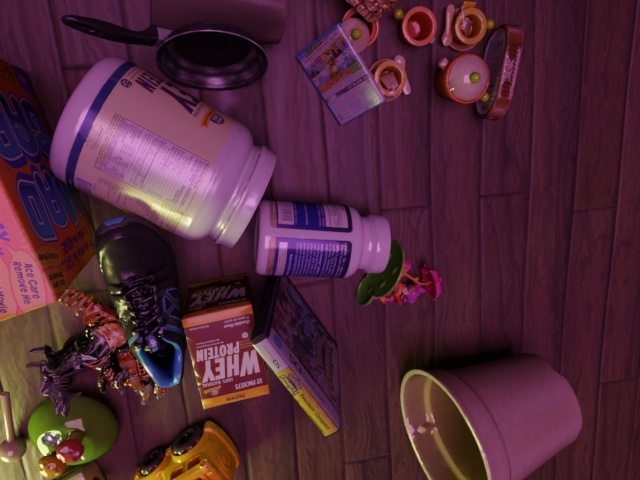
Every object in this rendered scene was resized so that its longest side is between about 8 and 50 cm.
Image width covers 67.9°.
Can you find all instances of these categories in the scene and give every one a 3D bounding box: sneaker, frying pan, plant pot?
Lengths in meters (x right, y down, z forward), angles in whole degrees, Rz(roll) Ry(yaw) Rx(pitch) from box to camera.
[{"bbox_3d":[-0.300,0.114,0.849,0.124,0.140,0.341,-17,126,-12],"label":"sneaker"},{"bbox_3d":[-0.252,-0.325,0.826,0.325,0.197,0.053,-1,80,-20],"label":"frying pan"},{"bbox_3d":[0.402,0.413,1.098,0.305,0.333,0.334,-14,107,-19],"label":"plant pot"}]

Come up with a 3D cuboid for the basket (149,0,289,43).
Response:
[{"bbox_3d":[-0.175,-0.437,0.838,0.226,0.154,0.205,4,122,-16],"label":"basket"}]

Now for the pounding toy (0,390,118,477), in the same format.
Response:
[{"bbox_3d":[-0.553,0.422,0.982,0.236,0.110,0.183,9,114,-10],"label":"pounding toy"}]

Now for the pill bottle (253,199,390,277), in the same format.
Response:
[{"bbox_3d":[0.000,0.000,0.978,0.264,0.153,0.153,4,103,-11],"label":"pill bottle"}]

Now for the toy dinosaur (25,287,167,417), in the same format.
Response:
[{"bbox_3d":[-0.454,0.218,0.974,0.218,0.164,0.322,-36,90,-15],"label":"toy dinosaur"}]

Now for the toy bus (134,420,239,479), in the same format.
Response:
[{"bbox_3d":[-0.293,0.542,1.029,0.220,0.211,0.150,-31,109,0],"label":"toy bus"}]

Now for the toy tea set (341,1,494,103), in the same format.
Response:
[{"bbox_3d":[0.196,-0.370,0.937,0.335,0.124,0.200,-4,105,-10],"label":"toy tea set"}]

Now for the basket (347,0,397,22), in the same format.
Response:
[{"bbox_3d":[0.096,-0.597,0.849,0.299,0.214,0.223,45,132,-13],"label":"basket"}]

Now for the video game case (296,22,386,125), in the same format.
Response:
[{"bbox_3d":[0.040,-0.320,0.935,0.166,0.119,0.015,54,47,-18],"label":"video game case"}]

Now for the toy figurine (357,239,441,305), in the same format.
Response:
[{"bbox_3d":[0.193,0.102,1.074,0.159,0.130,0.173,21,121,-25],"label":"toy figurine"}]

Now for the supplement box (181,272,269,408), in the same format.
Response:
[{"bbox_3d":[-0.190,0.194,0.968,0.128,0.194,0.192,-11,106,-8],"label":"supplement box"}]

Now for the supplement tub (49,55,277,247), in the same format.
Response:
[{"bbox_3d":[-0.265,-0.144,0.847,0.324,0.235,0.236,26,98,-16],"label":"supplement tub"}]

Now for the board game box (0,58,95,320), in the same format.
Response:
[{"bbox_3d":[-0.602,-0.056,0.707,0.355,0.356,0.357,-21,106,-11],"label":"board game box"}]

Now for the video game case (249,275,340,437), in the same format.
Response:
[{"bbox_3d":[-0.038,0.210,0.960,0.035,0.275,0.248,-30,108,13],"label":"video game case"}]

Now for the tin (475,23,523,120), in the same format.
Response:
[{"bbox_3d":[0.368,-0.347,0.988,0.040,0.106,0.190,6,102,-5],"label":"tin"}]

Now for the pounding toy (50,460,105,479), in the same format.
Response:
[{"bbox_3d":[-0.521,0.569,1.061,0.141,0.100,0.130,-27,93,-6],"label":"pounding toy"}]
